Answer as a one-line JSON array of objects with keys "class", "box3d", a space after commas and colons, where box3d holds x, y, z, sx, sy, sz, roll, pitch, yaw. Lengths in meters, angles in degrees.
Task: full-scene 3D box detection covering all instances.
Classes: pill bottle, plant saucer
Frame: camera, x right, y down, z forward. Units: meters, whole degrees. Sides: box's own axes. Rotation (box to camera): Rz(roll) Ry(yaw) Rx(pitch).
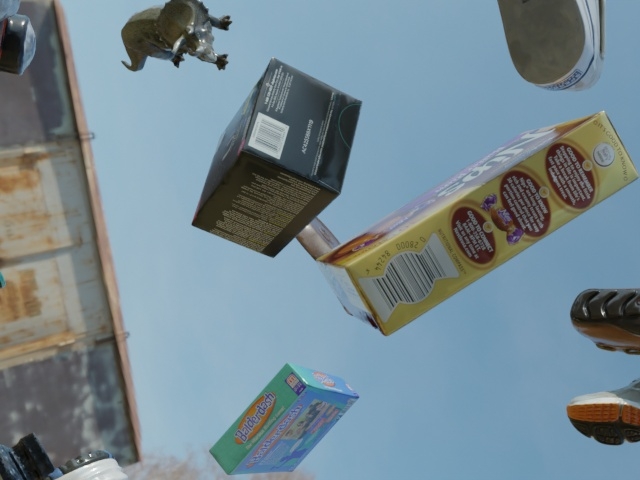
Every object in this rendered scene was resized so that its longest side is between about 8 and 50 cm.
[{"class": "pill bottle", "box3d": [-0.553, 0.414, 1.151, 0.123, 0.219, 0.122, 39, -35, 34]}, {"class": "plant saucer", "box3d": [0.000, 0.000, 1.350, 0.036, 0.198, 0.198, -40, -121, 9]}]

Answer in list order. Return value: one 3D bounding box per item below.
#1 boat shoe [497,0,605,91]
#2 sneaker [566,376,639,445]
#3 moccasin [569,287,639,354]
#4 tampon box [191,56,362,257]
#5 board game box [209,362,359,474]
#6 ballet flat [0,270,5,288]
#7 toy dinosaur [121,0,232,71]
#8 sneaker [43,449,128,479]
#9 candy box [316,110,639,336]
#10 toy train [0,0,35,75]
[{"class": "boat shoe", "box3d": [0.199, -0.256, 0.634, 0.095, 0.084, 0.258, -9, -96, 42]}, {"class": "sneaker", "box3d": [0.585, 0.303, 1.304, 0.121, 0.263, 0.099, -81, 169, -63]}, {"class": "moccasin", "box3d": [0.651, 0.167, 1.286, 0.380, 0.139, 0.147, -10, -48, 49]}, {"class": "tampon box", "box3d": [-0.048, -0.077, 0.712, 0.161, 0.101, 0.120, -41, -150, 54]}, {"class": "board game box", "box3d": [-0.043, 0.257, 0.998, 0.160, 0.210, 0.047, -48, -117, 2]}, {"class": "ballet flat", "box3d": [-0.534, 0.045, 0.958, 0.342, 0.124, 0.116, 12, -54, 51]}, {"class": "toy dinosaur", "box3d": [-0.251, -0.344, 1.161, 0.314, 0.160, 0.121, 14, -90, 39]}, {"class": "sneaker", "box3d": [-0.179, 0.241, 0.445, 0.081, 0.080, 0.211, 35, -83, 23]}, {"class": "candy box", "box3d": [0.095, -0.012, 0.462, 0.053, 0.187, 0.109, 58, -7, -6]}, {"class": "toy train", "box3d": [-0.388, -0.203, 0.518, 0.190, 0.334, 0.142, 140, -44, -61]}]
